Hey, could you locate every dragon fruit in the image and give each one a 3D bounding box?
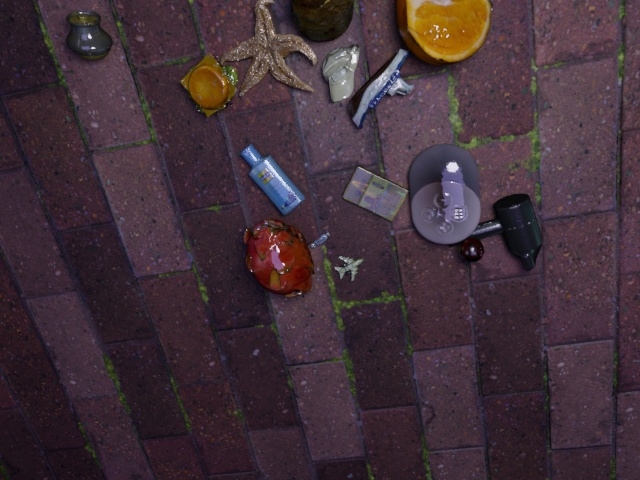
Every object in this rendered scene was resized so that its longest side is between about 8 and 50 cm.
[{"bbox_3d":[-0.137,0.065,1.465,0.250,0.315,0.250,-8,68,21],"label":"dragon fruit"}]

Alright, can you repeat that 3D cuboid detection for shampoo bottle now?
[{"bbox_3d":[-0.171,-0.213,1.462,0.104,0.061,0.258,-38,102,15],"label":"shampoo bottle"}]

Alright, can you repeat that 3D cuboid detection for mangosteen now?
[{"bbox_3d":[0.498,0.033,1.415,0.081,0.081,0.080,2,109,4],"label":"mangosteen"}]

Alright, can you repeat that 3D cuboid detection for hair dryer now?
[{"bbox_3d":[0.585,0.001,1.462,0.303,0.116,0.244,-17,107,22],"label":"hair dryer"}]

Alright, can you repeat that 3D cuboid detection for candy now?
[{"bbox_3d":[0.000,0.001,1.542,0.083,0.020,0.030,-34,103,13],"label":"candy"}]

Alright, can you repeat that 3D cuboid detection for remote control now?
[{"bbox_3d":[0.404,-0.148,1.401,0.221,0.103,0.332,-4,102,20],"label":"remote control"}]

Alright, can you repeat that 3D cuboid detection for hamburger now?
[{"bbox_3d":[-0.340,-0.490,1.357,0.190,0.093,0.164,-18,110,24],"label":"hamburger"}]

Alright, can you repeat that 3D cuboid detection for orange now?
[{"bbox_3d":[0.330,-0.637,1.176,0.274,0.274,0.310,-28,61,13],"label":"orange"}]

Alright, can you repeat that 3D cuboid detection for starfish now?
[{"bbox_3d":[-0.167,-0.569,1.341,0.302,0.060,0.299,-18,113,24],"label":"starfish"}]

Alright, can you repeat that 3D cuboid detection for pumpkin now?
[{"bbox_3d":[-0.025,-0.737,1.185,0.242,0.232,0.324,-8,105,10],"label":"pumpkin"}]

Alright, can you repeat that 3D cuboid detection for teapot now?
[{"bbox_3d":[-0.731,-0.645,1.330,0.166,0.130,0.119,38,143,21],"label":"teapot"}]

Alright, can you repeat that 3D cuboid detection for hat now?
[{"bbox_3d":[0.062,-0.521,1.340,0.122,0.081,0.166,-24,128,-27],"label":"hat"}]

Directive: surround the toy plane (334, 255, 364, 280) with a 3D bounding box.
[{"bbox_3d":[0.108,0.095,1.556,0.111,0.040,0.102,-29,94,16],"label":"toy plane"}]

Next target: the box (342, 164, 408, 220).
[{"bbox_3d":[0.186,-0.161,1.467,0.193,0.030,0.121,25,109,-5],"label":"box"}]

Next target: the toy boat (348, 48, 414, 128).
[{"bbox_3d":[0.195,-0.457,1.320,0.115,0.114,0.262,43,108,-15],"label":"toy boat"}]
